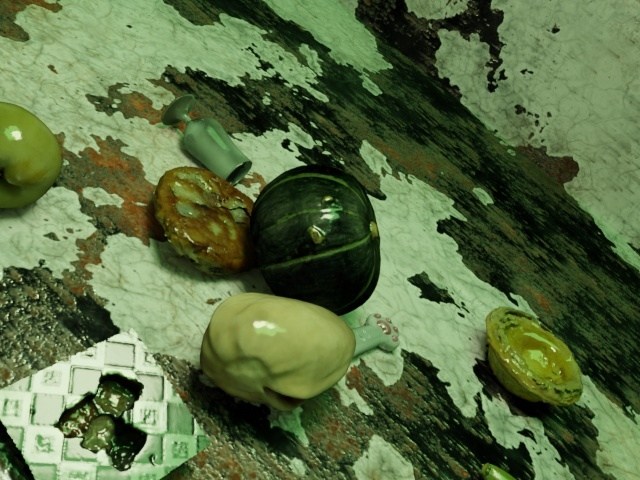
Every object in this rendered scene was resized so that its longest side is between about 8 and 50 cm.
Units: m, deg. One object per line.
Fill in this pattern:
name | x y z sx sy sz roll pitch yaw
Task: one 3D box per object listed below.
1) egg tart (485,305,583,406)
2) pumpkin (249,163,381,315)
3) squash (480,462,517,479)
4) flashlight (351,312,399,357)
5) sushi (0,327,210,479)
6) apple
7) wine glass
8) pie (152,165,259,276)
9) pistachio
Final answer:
egg tart | 0.498 0.285 1.613 0.288 0.118 0.288 22 36 -17
pumpkin | 0.000 0.000 1.373 0.323 0.241 0.323 -19 90 -77
squash | 0.388 0.506 1.279 0.201 0.066 0.066 44 34 13
flashlight | 0.096 0.204 1.416 0.200 0.047 0.093 -8 53 -48
sushi | -0.313 0.267 0.957 0.231 0.047 0.219 -25 72 -44
apple | -0.552 -0.149 1.162 0.200 0.200 0.200 24 34 -18
wine glass | -0.268 -0.236 1.596 0.231 0.103 0.103 45 34 11
pie | -0.232 -0.044 1.400 0.308 0.085 0.308 28 29 -18
pistachio | -0.066 0.185 1.163 0.318 0.193 0.214 4 54 -55
